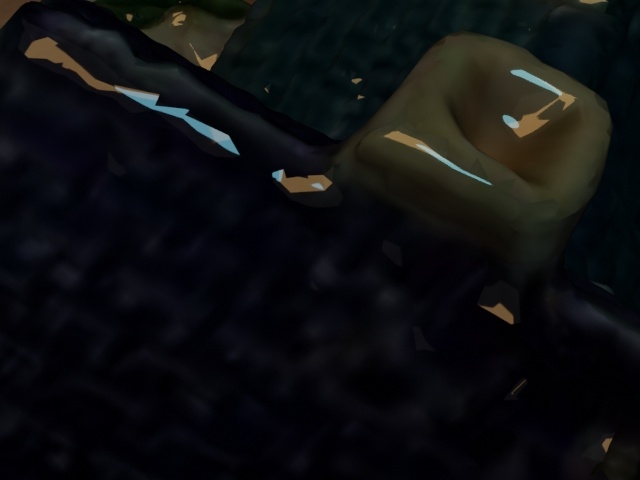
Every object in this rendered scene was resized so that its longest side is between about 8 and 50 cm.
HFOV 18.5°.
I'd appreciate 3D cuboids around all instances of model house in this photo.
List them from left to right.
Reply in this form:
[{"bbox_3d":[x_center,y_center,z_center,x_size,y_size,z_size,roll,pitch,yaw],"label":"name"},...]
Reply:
[{"bbox_3d":[0.002,0.002,0.577,0.243,0.284,0.298,32,53,-5],"label":"model house"}]
